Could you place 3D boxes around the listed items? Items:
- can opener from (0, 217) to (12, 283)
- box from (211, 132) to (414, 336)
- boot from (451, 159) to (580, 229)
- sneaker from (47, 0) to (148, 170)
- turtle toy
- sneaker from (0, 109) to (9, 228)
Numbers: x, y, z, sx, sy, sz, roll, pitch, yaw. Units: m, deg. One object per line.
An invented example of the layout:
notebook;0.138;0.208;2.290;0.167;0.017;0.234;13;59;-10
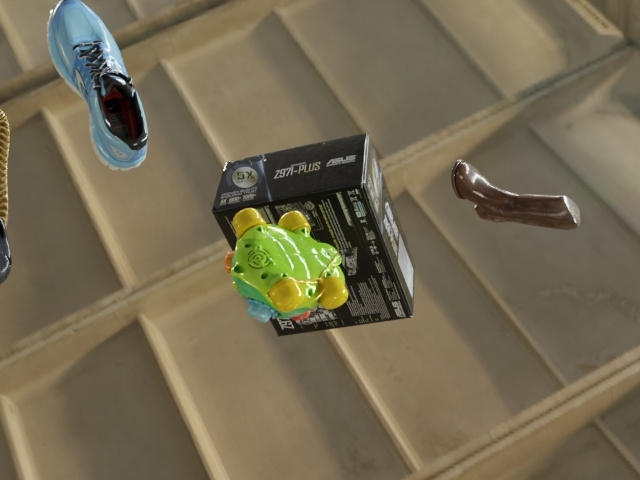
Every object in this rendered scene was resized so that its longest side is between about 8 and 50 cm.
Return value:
can opener;-0.314;-0.021;0.659;0.073;0.186;0.059;-39;-151;28
box;0.000;0.000;0.859;0.147;0.180;0.078;-11;-139;17
boot;0.198;-0.044;0.884;0.114;0.106;0.037;12;-106;41
sneaker;-0.192;-0.147;0.801;0.063;0.162;0.073;-27;-175;-27
turtle toy;-0.025;0.028;0.727;0.130;0.066;0.095;2;-131;-45
sneaker;-0.364;-0.047;0.933;0.069;0.084;0.186;11;-109;-21
